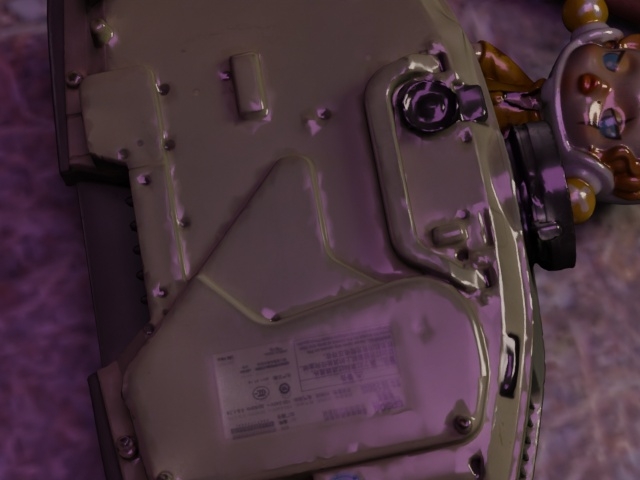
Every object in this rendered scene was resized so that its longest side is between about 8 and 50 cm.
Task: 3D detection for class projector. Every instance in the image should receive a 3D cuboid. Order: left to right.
[{"bbox_3d":[0.000,0.000,0.773,0.194,0.088,0.269,-12,70,3],"label":"projector"}]

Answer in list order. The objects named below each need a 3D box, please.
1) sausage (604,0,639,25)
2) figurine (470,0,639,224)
[{"bbox_3d":[0.129,-0.121,0.891,0.186,0.043,0.043,20,66,-2],"label":"sausage"},{"bbox_3d":[0.098,-0.049,0.848,0.143,0.068,0.101,-18,67,-3],"label":"figurine"}]
